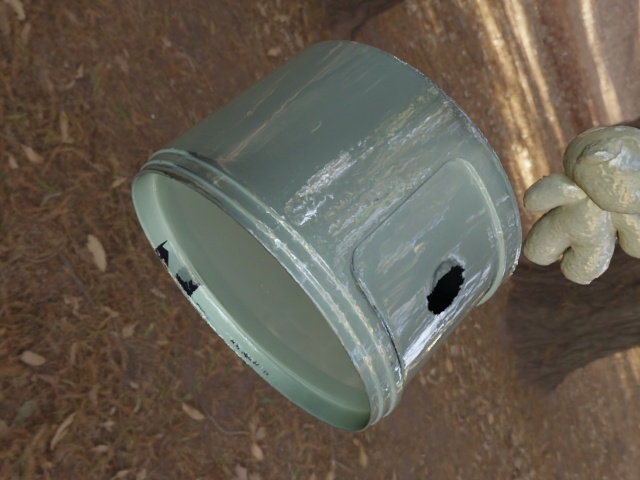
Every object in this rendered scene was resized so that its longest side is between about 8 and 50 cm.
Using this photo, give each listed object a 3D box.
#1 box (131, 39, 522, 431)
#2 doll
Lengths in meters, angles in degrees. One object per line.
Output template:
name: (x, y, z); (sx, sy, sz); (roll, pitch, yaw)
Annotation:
box: (0.000, 0.000, 0.449); (0.149, 0.226, 0.226); (-42, 116, -24)
doll: (0.391, -0.054, 0.930); (0.278, 0.175, 0.149); (107, -19, -47)
